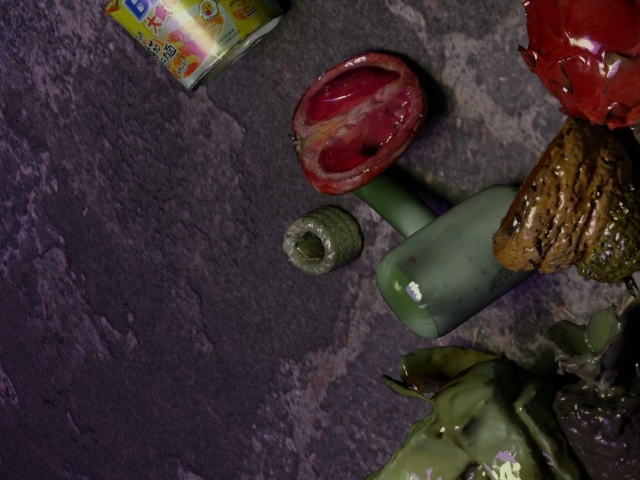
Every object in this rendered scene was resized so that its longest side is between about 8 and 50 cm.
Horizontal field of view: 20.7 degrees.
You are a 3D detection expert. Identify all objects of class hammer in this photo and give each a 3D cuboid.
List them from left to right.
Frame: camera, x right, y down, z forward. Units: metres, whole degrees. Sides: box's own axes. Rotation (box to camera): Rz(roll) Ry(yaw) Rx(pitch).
[{"bbox_3d":[0.118,-0.027,2.097,0.335,0.206,0.119,45,165,51],"label":"hammer"}]

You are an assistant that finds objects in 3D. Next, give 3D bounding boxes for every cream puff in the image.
[{"bbox_3d":[0.293,-0.020,1.883,0.169,0.183,0.183,31,140,1],"label":"cream puff"}]

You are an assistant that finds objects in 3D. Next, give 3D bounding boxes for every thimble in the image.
[{"bbox_3d":[0.000,0.000,2.325,0.110,0.062,0.084,5,114,49],"label":"thimble"}]

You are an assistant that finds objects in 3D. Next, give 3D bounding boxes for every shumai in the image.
[{"bbox_3d":[0.183,0.300,2.068,0.395,0.395,0.348,21,120,43],"label":"shumai"}]

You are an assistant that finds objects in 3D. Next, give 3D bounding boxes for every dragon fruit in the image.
[{"bbox_3d":[0.291,-0.194,1.750,0.209,0.172,0.172,44,141,17],"label":"dragon fruit"}]

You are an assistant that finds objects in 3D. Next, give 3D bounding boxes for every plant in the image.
[{"bbox_3d":[0.333,0.177,1.972,0.142,0.131,0.203,7,127,50],"label":"plant"}]

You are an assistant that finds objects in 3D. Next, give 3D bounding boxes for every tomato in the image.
[{"bbox_3d":[0.057,-0.127,2.104,0.099,0.173,0.189,53,-164,-48],"label":"tomato"}]

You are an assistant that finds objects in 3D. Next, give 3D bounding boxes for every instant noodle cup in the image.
[{"bbox_3d":[-0.152,-0.293,2.222,0.153,0.205,0.205,52,144,-2],"label":"instant noodle cup"}]

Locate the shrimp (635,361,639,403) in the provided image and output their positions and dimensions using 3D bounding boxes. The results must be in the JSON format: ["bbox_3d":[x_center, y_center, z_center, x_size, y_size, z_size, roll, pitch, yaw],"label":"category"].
[{"bbox_3d":[0.468,0.238,1.863,0.233,0.071,0.365,-2,122,34],"label":"shrimp"}]
